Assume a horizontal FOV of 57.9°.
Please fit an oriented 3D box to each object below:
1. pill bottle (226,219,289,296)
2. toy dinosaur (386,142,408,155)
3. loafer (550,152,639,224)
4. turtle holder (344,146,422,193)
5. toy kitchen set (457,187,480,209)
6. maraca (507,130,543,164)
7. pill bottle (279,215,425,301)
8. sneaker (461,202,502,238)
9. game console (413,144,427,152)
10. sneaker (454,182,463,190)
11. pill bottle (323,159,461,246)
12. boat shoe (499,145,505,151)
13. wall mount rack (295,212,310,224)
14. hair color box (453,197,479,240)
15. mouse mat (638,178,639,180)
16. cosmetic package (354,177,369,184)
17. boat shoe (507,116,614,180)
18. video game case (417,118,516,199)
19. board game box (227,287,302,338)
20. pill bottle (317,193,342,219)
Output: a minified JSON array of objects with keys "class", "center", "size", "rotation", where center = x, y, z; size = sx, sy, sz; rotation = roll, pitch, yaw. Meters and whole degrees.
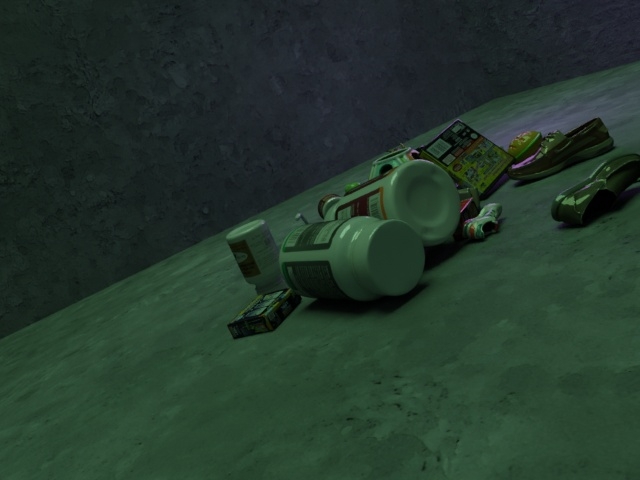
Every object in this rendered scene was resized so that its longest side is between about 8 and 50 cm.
[{"class":"pill bottle","center":[-0.183,0.063,1.758],"size":[0.131,0.229,0.131],"rotation":[-23,12,5]},{"class":"toy dinosaur","center":[0.293,-0.301,2.492],"size":[0.296,0.200,0.127],"rotation":[-17,14,33]},{"class":"loafer","center":[0.645,-0.107,1.312],"size":[0.251,0.094,0.087],"rotation":[-35,38,-7]},{"class":"turtle holder","center":[0.262,-0.183,1.982],"size":[0.243,0.227,0.320],"rotation":[-31,14,-27]},{"class":"toy kitchen set","center":[0.360,-0.081,1.719],"size":[0.207,0.122,0.166],"rotation":[-8,0,-36]},{"class":"maraca","center":[0.699,-0.308,2.024],"size":[0.185,0.099,0.127],"rotation":[-47,-4,31]},{"class":"pill bottle","center":[0.069,0.046,1.419],"size":[0.204,0.204,0.361],"rotation":[-31,14,-30]},{"class":"sneaker","center":[0.439,-0.045,1.503],"size":[0.161,0.057,0.075],"rotation":[-30,30,-32]},{"class":"game console","center":[0.441,-0.268,2.145],"size":[0.250,0.173,0.293],"rotation":[-28,-8,42]},{"class":"sneaker","center":[0.456,-0.156,1.889],"size":[0.077,0.071,0.178],"rotation":[3,33,42]},{"class":"pill bottle","center":[0.177,-0.063,1.590],"size":[0.224,0.224,0.392],"rotation":[-30,5,-28]},{"class":"boat shoe","center":[0.647,-0.328,2.210],"size":[0.079,0.081,0.227],"rotation":[-25,8,-6]},{"class":"wall mount rack","center":[0.000,0.000,1.949],"size":[0.350,0.130,0.304],"rotation":[-19,36,28]},{"class":"hair color box","center":[0.392,-0.060,1.580],"size":[0.043,0.071,0.141],"rotation":[-17,15,33]},{"class":"mouse mat","center":[0.825,-0.180,1.435],"size":[0.190,0.007,0.152],"rotation":[-15,15,32]},{"class":"cosmetic package","center":[0.220,-0.171,2.231],"size":[0.224,0.138,0.224],"rotation":[-22,14,8]},{"class":"boat shoe","center":[0.728,-0.283,1.791],"size":[0.325,0.116,0.123],"rotation":[-23,12,4]},{"class":"video game case","center":[0.490,-0.275,1.922],"size":[0.275,0.248,0.035],"rotation":[-41,-17,-39]},{"class":"board game box","center":[-0.150,0.194,1.572],"size":[0.141,0.048,0.170],"rotation":[-18,13,32]},{"class":"pill bottle","center":[0.053,-0.131,2.403],"size":[0.121,0.121,0.221],"rotation":[-25,12,-4]}]
